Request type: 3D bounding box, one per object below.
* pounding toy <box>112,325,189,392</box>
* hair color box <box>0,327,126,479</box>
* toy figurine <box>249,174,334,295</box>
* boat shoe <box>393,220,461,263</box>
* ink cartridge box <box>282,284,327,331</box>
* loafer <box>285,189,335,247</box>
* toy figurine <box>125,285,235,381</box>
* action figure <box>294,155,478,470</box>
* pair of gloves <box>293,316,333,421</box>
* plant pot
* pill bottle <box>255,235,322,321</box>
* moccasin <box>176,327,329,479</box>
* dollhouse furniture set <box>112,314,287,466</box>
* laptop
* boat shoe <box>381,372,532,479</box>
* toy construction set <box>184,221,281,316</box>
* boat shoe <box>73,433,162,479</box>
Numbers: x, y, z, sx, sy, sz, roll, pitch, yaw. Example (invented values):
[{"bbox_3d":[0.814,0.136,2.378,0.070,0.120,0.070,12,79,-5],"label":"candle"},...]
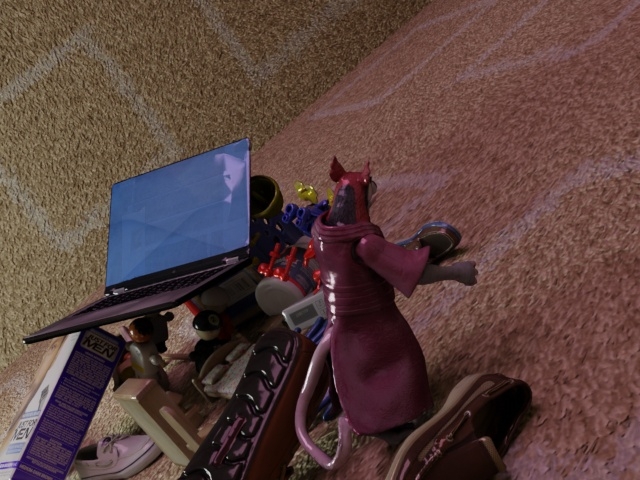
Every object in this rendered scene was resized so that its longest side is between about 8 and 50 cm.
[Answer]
[{"bbox_3d":[-0.381,0.251,2.079,0.155,0.154,0.269,-39,16,-3],"label":"pounding toy"},{"bbox_3d":[-0.528,0.341,1.910,0.185,0.110,0.338,-23,40,53],"label":"hair color box"},{"bbox_3d":[0.000,0.000,1.869,0.363,0.217,0.191,18,90,51],"label":"toy figurine"},{"bbox_3d":[0.177,0.023,1.683,0.066,0.066,0.183,-54,12,-32],"label":"boat shoe"},{"bbox_3d":[0.059,0.085,1.814,0.189,0.066,0.232,-29,-3,31],"label":"ink cartridge box"},{"bbox_3d":[-0.014,-0.047,2.232,0.251,0.087,0.094,-38,16,1],"label":"loafer"},{"bbox_3d":[-0.281,0.185,1.923,0.210,0.148,0.213,-1,20,2],"label":"toy figurine"},{"bbox_3d":[0.039,0.068,1.273,0.276,0.370,0.248,-23,23,-27],"label":"action figure"},{"bbox_3d":[-0.010,0.206,1.519,0.159,0.023,0.198,-45,37,-6],"label":"pair of gloves"},{"bbox_3d":[-0.180,0.049,2.086,0.236,0.236,0.212,-31,24,24],"label":"plant pot"},{"bbox_3d":[-0.048,0.071,1.945,0.108,0.108,0.180,-25,20,38],"label":"pill bottle"},{"bbox_3d":[-0.097,0.311,1.329,0.139,0.147,0.380,2,59,43],"label":"moccasin"},{"bbox_3d":[-0.163,0.210,1.685,0.355,0.174,0.303,-46,18,-27],"label":"dollhouse furniture set"},{"bbox_3d":[-0.349,-0.004,1.863,0.382,0.236,0.408,-16,8,29],"label":"laptop"},{"bbox_3d":[0.156,0.237,1.064,0.095,0.095,0.257,-11,30,46],"label":"boat shoe"},{"bbox_3d":[-0.268,0.009,2.357,0.257,0.237,0.309,-18,26,51],"label":"toy construction set"},{"bbox_3d":[-0.392,0.406,1.813,0.226,0.076,0.083,-29,18,29],"label":"boat shoe"}]
